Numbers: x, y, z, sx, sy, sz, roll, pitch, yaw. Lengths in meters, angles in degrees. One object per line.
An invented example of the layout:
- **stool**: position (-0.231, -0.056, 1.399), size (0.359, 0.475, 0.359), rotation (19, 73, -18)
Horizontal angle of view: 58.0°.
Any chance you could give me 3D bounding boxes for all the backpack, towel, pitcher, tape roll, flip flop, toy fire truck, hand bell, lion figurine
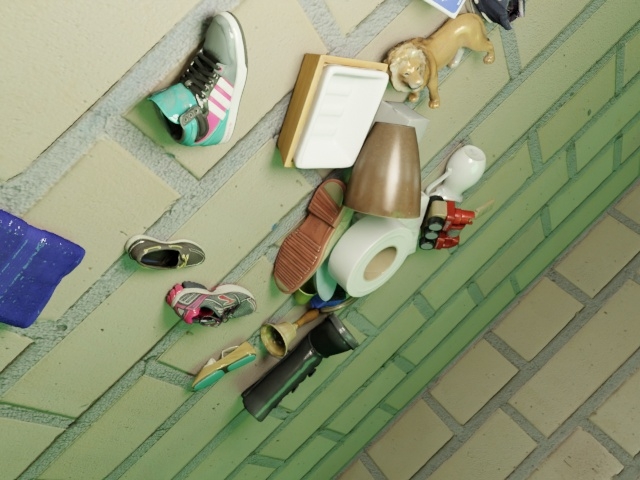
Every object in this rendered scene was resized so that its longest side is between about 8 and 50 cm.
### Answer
- **backpack**: position (0.020, 0.181, 1.985), size (0.120, 0.098, 0.101), rotation (-4, 157, -43)
- **towel**: position (-0.669, 0.045, 1.172), size (0.228, 0.076, 0.308), rotation (-52, 145, -1)
- **pitcher**: position (0.468, -0.225, 2.009), size (0.177, 0.126, 0.207), rotation (-10, 145, -29)
- **tape roll**: position (0.162, 0.044, 1.846), size (0.286, 0.100, 0.286), rotation (-31, 147, -23)
- **flip flop**: position (0.113, 0.180, 2.082), size (0.277, 0.080, 0.112), rotation (-33, 176, -7)
- **toy fire truck**: position (0.490, -0.068, 2.069), size (0.246, 0.159, 0.217), rotation (7, 151, 0)
- **hand bell**: position (-0.080, 0.295, 2.011), size (0.242, 0.126, 0.126), rotation (-27, 143, -42)
- **lion figurine**: position (0.329, -0.514, 1.566), size (0.392, 0.142, 0.240), rotation (-46, 145, -14)

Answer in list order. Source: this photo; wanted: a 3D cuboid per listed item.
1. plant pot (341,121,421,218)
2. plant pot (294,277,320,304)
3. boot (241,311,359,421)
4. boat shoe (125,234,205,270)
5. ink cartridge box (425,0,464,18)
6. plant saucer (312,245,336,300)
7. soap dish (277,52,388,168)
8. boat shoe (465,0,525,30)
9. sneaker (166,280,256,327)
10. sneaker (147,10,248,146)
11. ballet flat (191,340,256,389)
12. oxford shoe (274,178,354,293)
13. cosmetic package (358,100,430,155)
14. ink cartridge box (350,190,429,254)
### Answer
- **plant pot**: position (0.181, -0.194, 1.539), size (0.215, 0.215, 0.231), rotation (-4, 109, -43)
- **plant pot**: position (-0.054, 0.170, 1.921), size (0.083, 0.083, 0.079), rotation (-14, 148, -36)
- **boot**: position (-0.085, 0.444, 2.004), size (0.445, 0.146, 0.367), rotation (-38, 174, -7)
- **boat shoe**: position (-0.379, 0.042, 1.456), size (0.227, 0.069, 0.081), rotation (10, 119, -49)
- **ink cartridge box**: position (0.262, -0.716, 1.299), size (0.307, 0.072, 0.304), rotation (22, 112, -24)
- **plant saucer**: position (0.010, 0.098, 1.879), size (0.195, 0.037, 0.195), rotation (5, 90, -68)
- **soap dish**: position (0.025, -0.325, 1.449), size (0.228, 0.118, 0.291), rotation (-8, 131, -41)
- **boat shoe**: position (0.432, -0.683, 1.459), size (0.127, 0.158, 0.340), rotation (-47, 145, 3)
- **sneaker**: position (-0.300, 0.199, 1.662), size (0.299, 0.112, 0.121), rotation (8, 120, -50)
- **sneaker**: position (-0.260, -0.313, 1.178), size (0.178, 0.123, 0.296), rotation (-25, 143, -41)
- **ballet flat**: position (-0.322, 0.406, 1.888), size (0.232, 0.073, 0.080), rotation (-26, 150, -15)
- **oxford shoe**: position (0.000, 0.000, 1.744), size (0.146, 0.140, 0.397), rotation (-1, 130, -57)
- **cosmetic package**: position (0.202, -0.273, 1.676), size (0.107, 0.127, 0.238), rotation (-6, 132, -44)
- **ink cartridge box**: position (0.228, -0.022, 2.009), size (0.296, 0.066, 0.261), rotation (-22, 140, -28)
